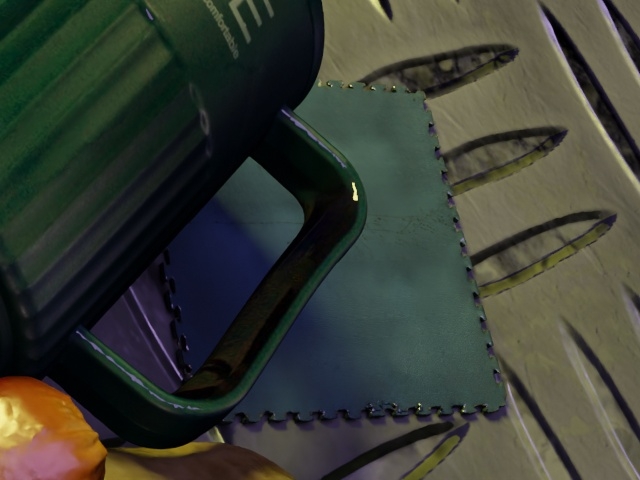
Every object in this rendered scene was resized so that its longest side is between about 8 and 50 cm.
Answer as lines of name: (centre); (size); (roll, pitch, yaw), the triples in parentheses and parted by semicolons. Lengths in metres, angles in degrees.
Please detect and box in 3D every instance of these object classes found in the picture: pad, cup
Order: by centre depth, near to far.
cup: (-0.158, -0.053, 0.946); (0.292, 0.242, 0.308); (-52, 122, -39)
pad: (0.000, 0.000, 1.162); (0.269, 0.012, 0.269); (4, 64, -34)

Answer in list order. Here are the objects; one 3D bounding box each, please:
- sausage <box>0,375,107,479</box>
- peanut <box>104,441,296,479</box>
sausage: (-0.248, 0.148, 0.802); (0.300, 0.083, 0.089); (-19, 67, -8)
peanut: (-0.117, 0.181, 0.911); (0.253, 0.122, 0.137); (2, 72, -32)
